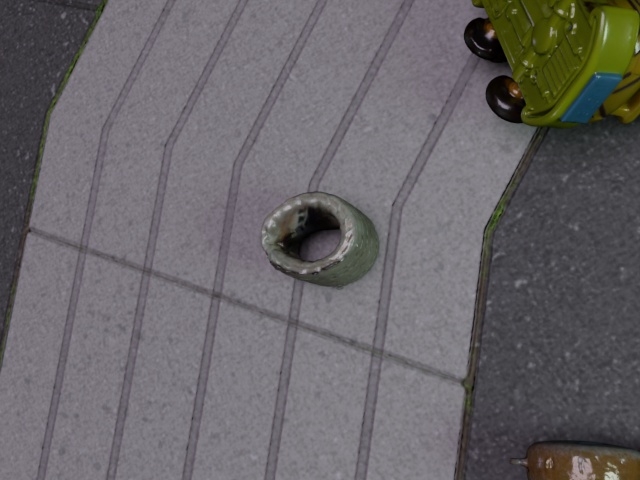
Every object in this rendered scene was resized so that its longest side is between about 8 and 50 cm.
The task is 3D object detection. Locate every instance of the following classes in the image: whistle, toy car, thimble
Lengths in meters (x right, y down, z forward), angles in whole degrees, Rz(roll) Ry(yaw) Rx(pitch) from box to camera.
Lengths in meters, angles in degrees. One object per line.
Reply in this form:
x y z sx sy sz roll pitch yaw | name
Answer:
0.287 0.216 0.735 0.220 0.107 0.057 0 76 8 | whistle
0.254 -0.227 0.789 0.142 0.200 0.247 1 61 -20 | toy car
0.000 0.000 0.898 0.115 0.090 0.102 -22 72 17 | thimble
